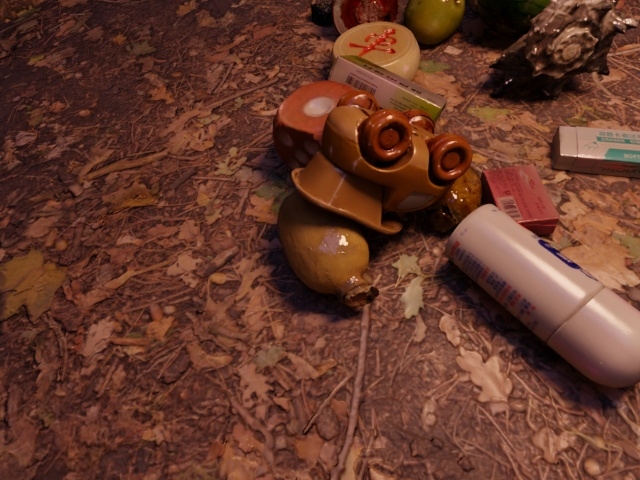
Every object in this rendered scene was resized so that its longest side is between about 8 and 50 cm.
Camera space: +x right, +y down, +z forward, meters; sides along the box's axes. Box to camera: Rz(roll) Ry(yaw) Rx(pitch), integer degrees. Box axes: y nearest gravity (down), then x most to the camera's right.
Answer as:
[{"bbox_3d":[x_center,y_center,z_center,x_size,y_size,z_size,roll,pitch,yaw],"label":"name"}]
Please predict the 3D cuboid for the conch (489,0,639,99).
[{"bbox_3d":[0.537,-0.445,0.953,0.241,0.313,0.185,-2,88,-34],"label":"conch"}]

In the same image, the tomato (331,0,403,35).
[{"bbox_3d":[0.144,-0.724,1.257,0.214,0.180,0.155,3,50,7],"label":"tomato"}]

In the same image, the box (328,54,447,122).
[{"bbox_3d":[0.166,-0.355,0.972,0.261,0.062,0.175,30,30,6],"label":"box"}]

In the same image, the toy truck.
[{"bbox_3d":[0.111,-0.148,0.764,0.288,0.211,0.204,13,28,-25],"label":"toy truck"}]

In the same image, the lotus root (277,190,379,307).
[{"bbox_3d":[0.001,-0.002,0.794,0.146,0.131,0.303,-45,52,17],"label":"lotus root"}]

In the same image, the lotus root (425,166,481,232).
[{"bbox_3d":[0.283,-0.107,0.854,0.108,0.094,0.190,31,58,1],"label":"lotus root"}]

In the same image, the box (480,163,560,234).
[{"bbox_3d":[0.398,-0.081,0.836,0.112,0.060,0.156,-7,57,5],"label":"box"}]

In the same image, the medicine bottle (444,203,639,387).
[{"bbox_3d":[0.374,0.087,0.678,0.130,0.130,0.341,-33,57,-14],"label":"medicine bottle"}]

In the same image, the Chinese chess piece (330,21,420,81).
[{"bbox_3d":[0.151,-0.509,1.150,0.251,0.097,0.250,-5,55,7],"label":"Chinese chess piece"}]

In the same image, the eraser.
[{"bbox_3d":[0.627,-0.190,0.878,0.225,0.052,0.095,9,60,14],"label":"eraser"}]

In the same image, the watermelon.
[{"bbox_3d":[0.587,-0.709,1.071,0.364,0.363,0.362,-4,55,6],"label":"watermelon"}]

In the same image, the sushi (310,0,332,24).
[{"bbox_3d":[0.026,-0.760,1.373,0.083,0.056,0.084,-30,55,-21],"label":"sushi"}]

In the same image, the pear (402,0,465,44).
[{"bbox_3d":[0.314,-0.667,1.207,0.216,0.166,0.180,11,67,46],"label":"pear"}]

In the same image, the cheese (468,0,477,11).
[{"bbox_3d":[0.556,-0.785,1.282,0.167,0.093,0.123,-12,64,6],"label":"cheese"}]

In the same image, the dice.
[{"bbox_3d":[0.012,-0.240,0.940,0.175,0.179,0.174,24,63,29],"label":"dice"}]
